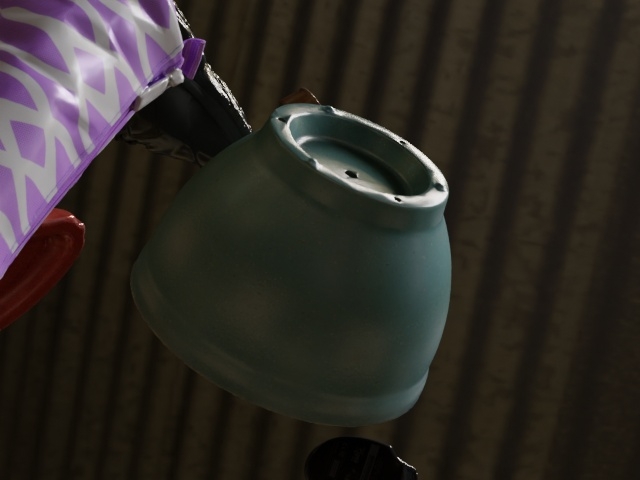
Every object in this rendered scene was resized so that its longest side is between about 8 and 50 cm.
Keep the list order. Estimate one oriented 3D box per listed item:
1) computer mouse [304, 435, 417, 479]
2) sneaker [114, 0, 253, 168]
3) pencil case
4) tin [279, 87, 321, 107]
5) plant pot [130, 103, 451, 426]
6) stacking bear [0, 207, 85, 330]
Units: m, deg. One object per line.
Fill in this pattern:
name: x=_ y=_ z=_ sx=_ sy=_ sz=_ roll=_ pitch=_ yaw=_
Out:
computer mouse: x=0.094 y=0.234 z=1.270 sx=0.242 sy=0.041 sz=0.071 roll=18 pitch=-100 yaw=26
sneaker: x=-0.156 y=-0.136 z=1.430 sx=0.130 sy=0.286 sz=0.109 roll=-34 pitch=-134 yaw=0
pencil case: x=-0.126 y=-0.038 z=0.566 sx=0.086 sy=0.088 sz=0.206 roll=-52 pitch=-174 yaw=49
tin: x=0.011 y=-0.077 z=1.527 sx=0.040 sy=0.106 sz=0.189 roll=-30 pitch=-107 yaw=-6
plant pot: x=0.000 y=0.000 z=1.286 sx=0.293 sy=0.293 sz=0.196 roll=48 pitch=-57 yaw=39
stacking bear: x=-0.375 y=-0.049 z=1.240 sx=0.289 sy=0.175 sz=0.164 roll=40 pitch=-88 yaw=29
